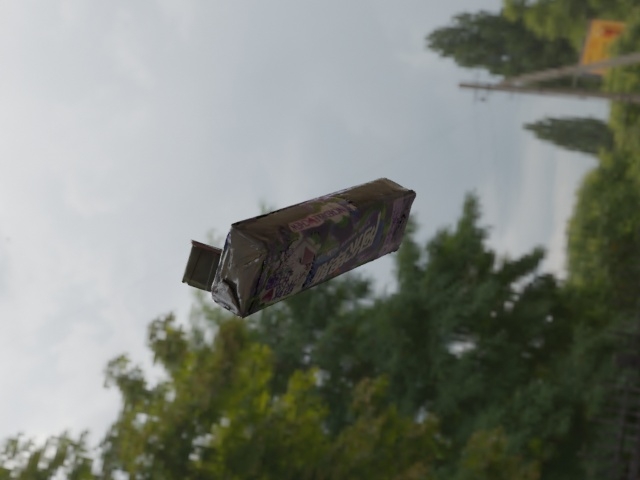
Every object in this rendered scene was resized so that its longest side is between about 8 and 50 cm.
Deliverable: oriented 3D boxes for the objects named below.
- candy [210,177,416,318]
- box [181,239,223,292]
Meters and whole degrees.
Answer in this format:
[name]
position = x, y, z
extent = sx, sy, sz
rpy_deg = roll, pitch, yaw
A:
[candy]
position = 0.000, 0.000, 1.364
extent = 0.312, 0.061, 0.088
rpy_deg = -22, -46, -55
[box]
position = -0.164, 0.036, 1.783
extent = 0.085, 0.060, 0.063
rpy_deg = -171, 101, -82
